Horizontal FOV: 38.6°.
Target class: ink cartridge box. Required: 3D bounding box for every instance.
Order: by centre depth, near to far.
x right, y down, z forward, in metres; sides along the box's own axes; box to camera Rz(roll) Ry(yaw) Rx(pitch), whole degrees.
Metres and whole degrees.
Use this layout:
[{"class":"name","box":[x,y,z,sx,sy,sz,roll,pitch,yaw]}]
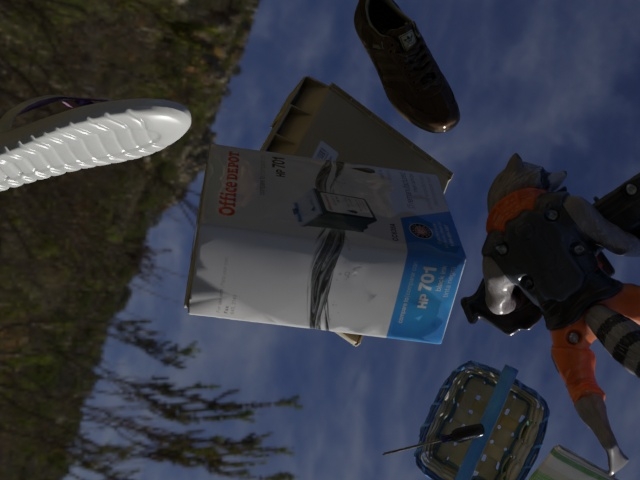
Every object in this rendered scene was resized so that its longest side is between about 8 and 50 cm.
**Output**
[{"class":"ink cartridge box","box":[0.000,0.000,0.698,0.139,0.191,0.082,-96,-163,-60]}]

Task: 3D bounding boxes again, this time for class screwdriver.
[{"class":"screwdriver","box":[0.180,0.321,1.455,0.170,0.025,0.024,-20,-113,19]}]

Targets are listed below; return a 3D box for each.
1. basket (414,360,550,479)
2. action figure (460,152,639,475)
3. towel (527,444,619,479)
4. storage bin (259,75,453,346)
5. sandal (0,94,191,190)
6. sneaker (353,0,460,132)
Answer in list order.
[{"class":"basket","box":[0.284,0.333,1.595,0.201,0.289,0.254,26,-90,17]},{"class":"action figure","box":[0.311,0.023,0.975,0.341,0.178,0.330,-44,-115,12]},{"class":"towel","box":[0.331,0.363,1.280,0.152,0.113,0.023,-57,-171,19]},{"class":"storage bin","box":[0.018,-0.047,1.240,0.123,0.260,0.262,-41,-162,51]},{"class":"sandal","box":[-0.402,-0.169,1.375,0.416,0.169,0.102,-13,-105,11]},{"class":"sneaker","box":[0.095,-0.207,1.045,0.188,0.066,0.071,55,-10,14]}]
